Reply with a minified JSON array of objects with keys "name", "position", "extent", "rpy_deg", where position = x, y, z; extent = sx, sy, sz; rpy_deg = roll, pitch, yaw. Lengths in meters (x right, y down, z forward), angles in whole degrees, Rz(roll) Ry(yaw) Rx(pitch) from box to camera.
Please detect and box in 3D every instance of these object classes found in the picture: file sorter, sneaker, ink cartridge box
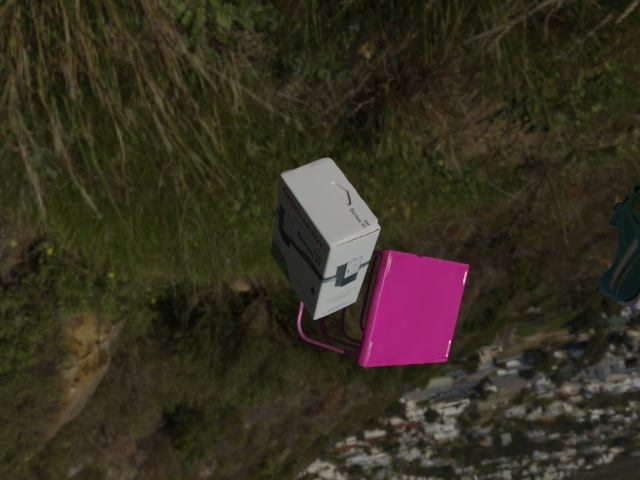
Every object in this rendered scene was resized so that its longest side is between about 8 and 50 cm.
[{"name":"file sorter","position":[0.120,0.114,1.243],"extent":[0.182,0.202,0.291],"rpy_deg":[14,-178,40]},{"name":"sneaker","position":[0.436,-0.045,0.848],"extent":[0.107,0.275,0.110],"rpy_deg":[23,172,-34]},{"name":"ink cartridge box","position":[0.000,0.000,0.984],"extent":[0.087,0.153,0.208],"rpy_deg":[-22,150,-23]}]
